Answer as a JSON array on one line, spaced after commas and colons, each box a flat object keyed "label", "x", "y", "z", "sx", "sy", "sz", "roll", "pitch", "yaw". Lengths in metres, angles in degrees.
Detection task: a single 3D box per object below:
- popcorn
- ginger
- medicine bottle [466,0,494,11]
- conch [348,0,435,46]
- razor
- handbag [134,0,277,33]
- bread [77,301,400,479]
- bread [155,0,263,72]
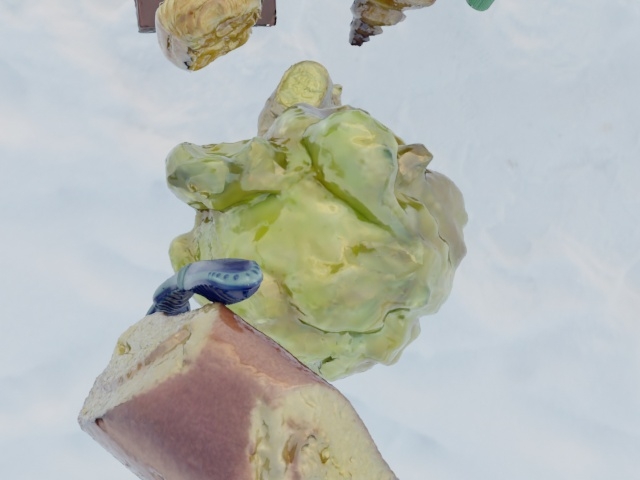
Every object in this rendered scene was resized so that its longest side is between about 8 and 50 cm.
[{"label": "popcorn", "x": -0.003, "y": 0.002, "z": 0.938, "sx": 0.274, "sy": 0.335, "sz": 0.279, "roll": -11, "pitch": 100, "yaw": 26}, {"label": "ginger", "x": -0.027, "y": -0.208, "z": 1.730, "sx": 0.123, "sy": 0.270, "sz": 0.219, "roll": 29, "pitch": 84, "yaw": 21}, {"label": "medicine bottle", "x": 0.315, "y": -0.481, "z": 1.496, "sx": 0.064, "sy": 0.095, "sz": 0.260, "roll": 23, "pitch": 134, "yaw": -12}, {"label": "conch", "x": 0.086, "y": -0.274, "z": 0.802, "sx": 0.086, "sy": 0.080, "sz": 0.233, "roll": 17, "pitch": 99, "yaw": 0}, {"label": "razor", "x": -0.059, "y": 0.026, "z": 0.422, "sx": 0.154, "sy": 0.044, "sz": 0.028, "roll": -34, "pitch": 74, "yaw": 64}, {"label": "handbag", "x": -0.205, "y": -0.499, "z": 1.624, "sx": 0.260, "sy": 0.084, "sz": 0.275, "roll": -5, "pitch": 98, "yaw": -20}, {"label": "bread", "x": -0.037, "y": 0.085, "z": 0.388, "sx": 0.192, "sy": 0.067, "sz": 0.119, "roll": 32, "pitch": 152, "yaw": 22}, {"label": "bread", "x": -0.084, "y": -0.169, "z": 0.713, "sx": 0.083, "sy": 0.110, "sz": 0.044, "roll": -29, "pitch": 89, "yaw": -12}]
